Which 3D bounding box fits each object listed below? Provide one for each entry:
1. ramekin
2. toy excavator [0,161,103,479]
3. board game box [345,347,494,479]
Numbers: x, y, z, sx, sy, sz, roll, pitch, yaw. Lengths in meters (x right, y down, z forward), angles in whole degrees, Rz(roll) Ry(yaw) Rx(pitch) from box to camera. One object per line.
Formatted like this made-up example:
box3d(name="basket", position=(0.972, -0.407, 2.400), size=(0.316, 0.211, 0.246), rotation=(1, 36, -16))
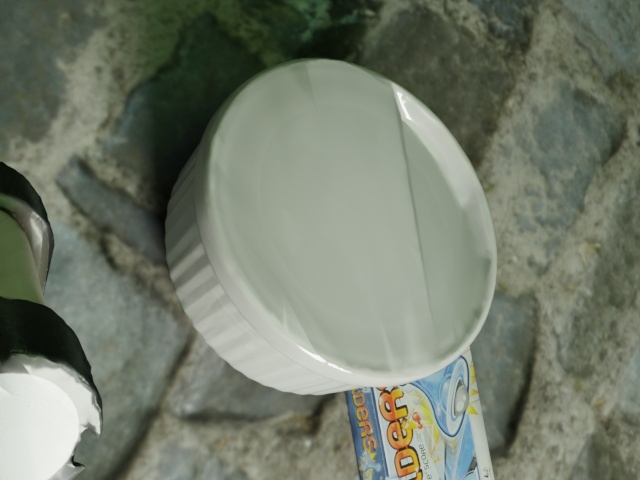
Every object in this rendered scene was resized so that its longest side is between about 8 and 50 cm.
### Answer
box3d(name="ramekin", position=(0.000, 0.000, 1.179), size=(0.272, 0.127, 0.273), rotation=(14, 62, -29))
box3d(name="toy excavator", position=(-0.352, 0.046, 0.776), size=(0.445, 0.222, 0.433), rotation=(-2, 122, -19))
box3d(name="board game box", position=(0.088, 0.168, 1.299), size=(0.136, 0.035, 0.201), rotation=(-5, 82, -42))
